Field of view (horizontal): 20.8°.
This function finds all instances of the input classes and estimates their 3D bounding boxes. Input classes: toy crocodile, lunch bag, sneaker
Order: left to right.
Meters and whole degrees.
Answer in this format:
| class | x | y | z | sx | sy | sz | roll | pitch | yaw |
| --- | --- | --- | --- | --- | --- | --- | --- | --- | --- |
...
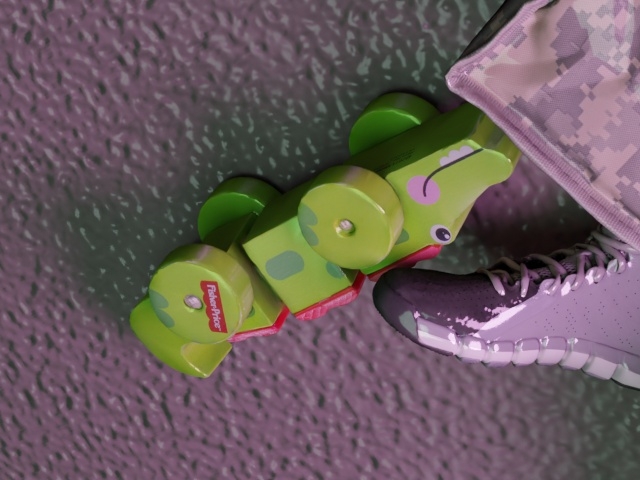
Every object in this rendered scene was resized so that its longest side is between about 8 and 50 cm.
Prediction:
| class | x | y | z | sx | sy | sz | roll | pitch | yaw |
| --- | --- | --- | --- | --- | --- | --- | --- | --- | --- |
| toy crocodile | 0.000 | 0.000 | 1.129 | 0.340 | 0.115 | 0.105 | -27 | 110 | 33 |
| sneaker | 0.150 | 0.011 | 1.070 | 0.229 | 0.086 | 0.132 | 11 | 113 | -22 |
| lunch bag | 0.235 | -0.069 | 0.925 | 0.287 | 0.235 | 0.169 | 41 | 118 | -2 |
